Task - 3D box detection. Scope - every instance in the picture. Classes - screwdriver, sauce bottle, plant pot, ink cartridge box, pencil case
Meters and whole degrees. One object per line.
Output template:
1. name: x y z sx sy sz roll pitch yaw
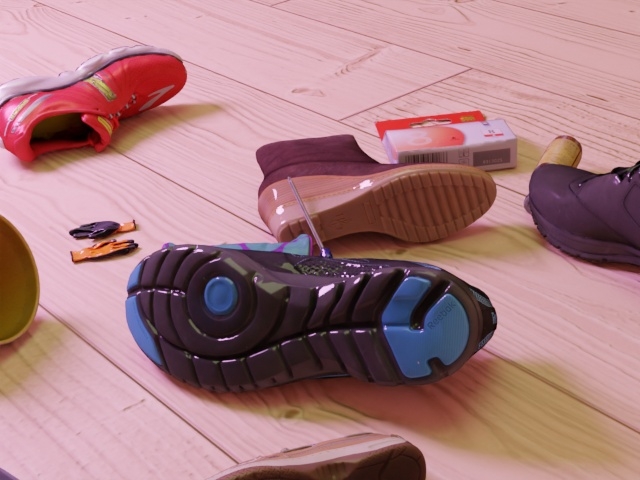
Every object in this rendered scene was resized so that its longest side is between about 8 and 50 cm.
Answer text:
1. screwdriver: 0.000 0.000 1.146 0.024 0.025 0.170 -40 50 20
2. sauce bottle: 0.254 -0.071 1.275 0.042 0.042 0.128 10 35 25
3. plant pot: -0.348 0.044 1.099 0.095 0.134 0.134 -18 20 31
4. ink cartridge box: 0.149 -0.134 1.410 0.146 0.045 0.179 -7 31 -4
5. pencil case: -0.080 0.029 1.124 0.152 0.064 0.070 -3 44 4

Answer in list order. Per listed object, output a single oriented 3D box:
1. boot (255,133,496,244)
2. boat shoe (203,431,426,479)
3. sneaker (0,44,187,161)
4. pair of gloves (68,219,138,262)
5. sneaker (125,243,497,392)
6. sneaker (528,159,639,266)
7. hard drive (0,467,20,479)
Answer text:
1. boot: 0.051 -0.075 1.266 0.249 0.090 0.207 -10 31 -1
2. boat shoe: -0.020 0.180 0.849 0.190 0.068 0.072 -6 15 -22
3. sneaker: -0.291 -0.166 1.517 0.279 0.107 0.118 -23 52 -24
4. pair of gloves: -0.237 -0.002 1.265 0.074 0.010 0.083 -10 28 -8
5. sneaker: -0.012 0.072 1.019 0.341 0.125 0.140 5 3 24
6. sneaker: 0.310 -0.033 1.106 0.109 0.130 0.286 -24 33 -27
7. hard drive: -0.304 0.217 0.826 0.255 0.054 0.172 17 36 35
